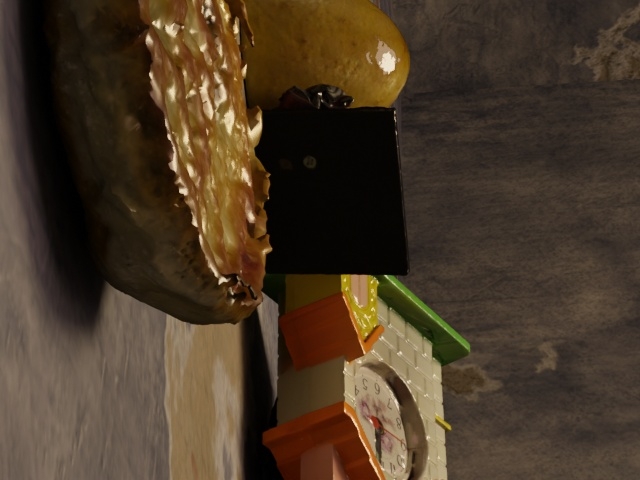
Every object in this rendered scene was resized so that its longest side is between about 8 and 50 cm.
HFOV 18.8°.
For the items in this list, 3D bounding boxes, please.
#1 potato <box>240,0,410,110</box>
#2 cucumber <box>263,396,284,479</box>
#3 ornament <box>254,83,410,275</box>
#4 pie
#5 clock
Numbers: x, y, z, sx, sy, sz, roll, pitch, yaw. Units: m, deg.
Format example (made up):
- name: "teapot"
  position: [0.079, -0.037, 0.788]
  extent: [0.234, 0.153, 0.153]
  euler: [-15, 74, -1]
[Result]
- name: "potato"
  position: [0.009, -0.174, 1.883]
  extent: [0.203, 0.158, 0.178]
  euler: [85, 5, -58]
- name: "cucumber"
  position: [-0.020, 0.201, 1.785]
  extent: [0.227, 0.069, 0.069]
  euler: [-81, 167, -52]
- name: "ornament"
  position: [0.011, -0.083, 1.726]
  extent: [0.196, 0.153, 0.166]
  euler: [-67, 154, -64]
- name: "pie"
  position: [-0.096, -0.103, 1.105]
  extent: [0.315, 0.092, 0.315]
  euler: [-8, 90, -83]
- name: "clock"
  position: [0.044, 0.164, 1.741]
  extent: [0.220, 0.106, 0.255]
  euler: [40, 36, -40]
